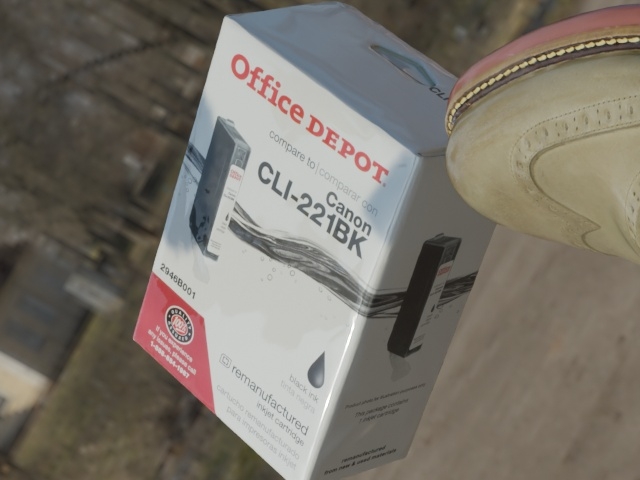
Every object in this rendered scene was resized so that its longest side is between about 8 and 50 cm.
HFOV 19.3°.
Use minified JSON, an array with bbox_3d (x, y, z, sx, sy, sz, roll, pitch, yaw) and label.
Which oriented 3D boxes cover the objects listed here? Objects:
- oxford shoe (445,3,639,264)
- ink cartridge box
[{"bbox_3d":[0.154,0.000,0.672,0.348,0.123,0.130,9,68,53],"label":"oxford shoe"},{"bbox_3d":[0.000,0.000,1.292,0.114,0.197,0.273,-12,-50,-45],"label":"ink cartridge box"}]
